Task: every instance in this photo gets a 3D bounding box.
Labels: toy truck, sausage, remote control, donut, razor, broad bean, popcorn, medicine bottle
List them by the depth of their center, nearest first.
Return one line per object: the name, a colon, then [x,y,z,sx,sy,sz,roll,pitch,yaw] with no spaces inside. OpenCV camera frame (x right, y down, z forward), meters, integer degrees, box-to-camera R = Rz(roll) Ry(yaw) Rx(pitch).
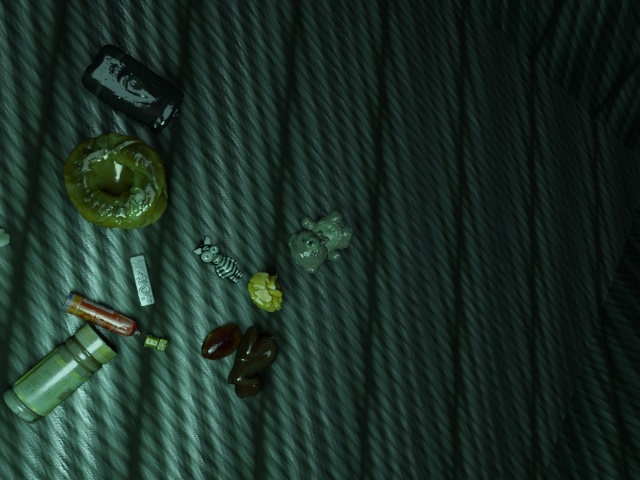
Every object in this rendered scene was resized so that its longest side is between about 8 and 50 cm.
medicine bottle: [-0.851,0.433,1.593,0.322,0.151,0.151,-43,98,-20]
sausage: [-0.759,0.269,1.695,0.274,0.074,0.074,28,74,-16]
donut: [-0.717,-0.205,1.729,0.361,0.170,0.360,2,82,-15]
toy truck: [-0.595,0.371,1.750,0.083,0.054,0.049,21,75,-18]
remote control: [-0.655,0.148,1.777,0.050,0.027,0.184,-13,92,-20]
razor: [-0.698,-0.565,1.812,0.349,0.113,0.204,33,74,-15]
broad bean: [-0.370,0.383,1.822,0.165,0.084,0.114,-23,107,-28]
popcorn: [-0.211,0.197,1.873,0.152,0.148,0.167,-34,111,9]

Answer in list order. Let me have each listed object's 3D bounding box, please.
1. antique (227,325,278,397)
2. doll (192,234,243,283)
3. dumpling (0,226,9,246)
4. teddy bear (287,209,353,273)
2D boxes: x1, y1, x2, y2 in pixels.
antique: [-0.254,0.471,1.835,0.143,0.121,0.256,29,66,-24]
doll: [-0.393,0.078,1.862,0.219,0.067,0.091,42,75,-9]
dumpling: [-1.142,-0.031,1.580,0.229,0.124,0.151,11,42,-24]
teddy bear: [0.001,0.000,1.978,0.267,0.151,0.236,-28,72,-24]
